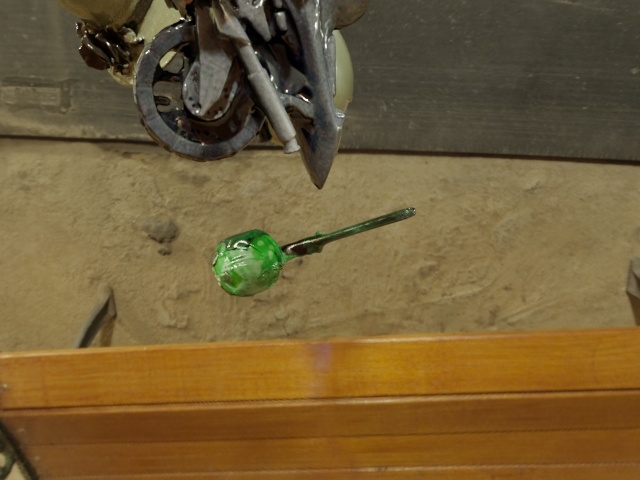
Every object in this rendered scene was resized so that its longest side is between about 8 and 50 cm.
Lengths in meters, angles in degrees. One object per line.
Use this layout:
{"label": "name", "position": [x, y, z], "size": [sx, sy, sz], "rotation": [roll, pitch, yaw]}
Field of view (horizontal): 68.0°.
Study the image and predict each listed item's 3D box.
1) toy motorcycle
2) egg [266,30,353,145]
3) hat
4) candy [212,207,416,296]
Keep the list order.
{"label": "toy motorcycle", "position": [-0.022, -0.194, 0.317], "size": [0.173, 0.108, 0.308], "rotation": [8, 104, -24]}
{"label": "egg", "position": [-0.043, -0.226, 0.677], "size": [0.182, 0.183, 0.217], "rotation": [-10, 145, 7]}
{"label": "hat", "position": [-0.251, -0.327, 0.561], "size": [0.257, 0.130, 0.258], "rotation": [-9, 76, 38]}
{"label": "candy", "position": [0.000, 0.002, 0.704], "size": [0.323, 0.097, 0.097], "rotation": [-17, 109, -13]}
